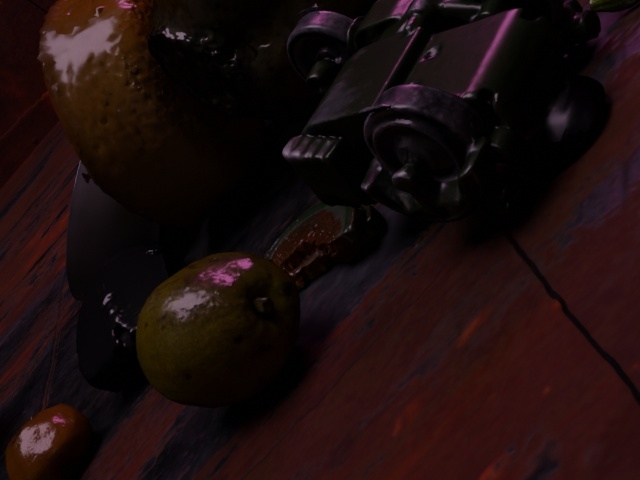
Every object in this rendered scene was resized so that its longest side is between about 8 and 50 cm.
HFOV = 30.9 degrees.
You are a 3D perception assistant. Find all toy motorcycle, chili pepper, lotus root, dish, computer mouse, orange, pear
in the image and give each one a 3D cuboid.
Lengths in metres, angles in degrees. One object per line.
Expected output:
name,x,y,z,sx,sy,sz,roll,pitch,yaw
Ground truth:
toy motorcycle,0.064,-0.091,0.763,0.275,0.127,0.205,-11,43,52
chili pepper,0.207,-0.169,0.730,0.083,0.017,0.030,-42,20,16
lotus root,-0.001,-0.263,1.043,0.346,0.250,0.250,-49,18,-9
dish,-0.201,-0.040,1.249,0.236,0.086,0.228,96,-176,-68
computer mouse,-0.181,0.057,1.102,0.122,0.073,0.217,-47,20,8
orange,-0.241,0.184,1.015,0.086,0.062,0.086,-42,23,23
pear,-0.071,0.061,0.791,0.131,0.107,0.107,-41,19,48

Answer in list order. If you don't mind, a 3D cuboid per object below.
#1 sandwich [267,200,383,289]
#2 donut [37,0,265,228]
sandwich,-0.001,-0.001,0.863,0.135,0.029,0.067,-29,27,48
donut,-0.153,-0.144,1.161,0.108,0.278,0.278,-22,29,21
